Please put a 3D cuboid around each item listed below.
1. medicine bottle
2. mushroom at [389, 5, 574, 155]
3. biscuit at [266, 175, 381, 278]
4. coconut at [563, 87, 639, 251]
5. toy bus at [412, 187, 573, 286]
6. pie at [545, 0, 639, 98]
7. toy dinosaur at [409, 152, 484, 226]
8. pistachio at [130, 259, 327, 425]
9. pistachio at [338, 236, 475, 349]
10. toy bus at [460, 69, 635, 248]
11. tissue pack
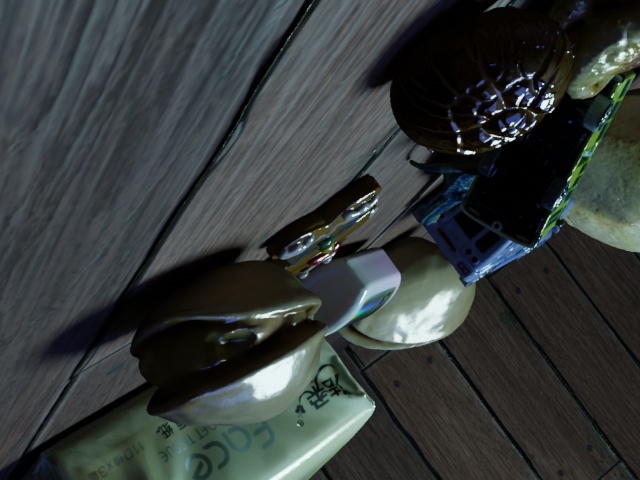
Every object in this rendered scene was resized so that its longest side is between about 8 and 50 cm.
[{"bbox_3d":[0.036,0.061,1.493,0.115,0.078,0.219,-40,171,18],"label":"medicine bottle"},{"bbox_3d":[0.107,-0.103,0.799,0.109,0.085,0.126,-30,165,-31],"label":"mushroom"},{"bbox_3d":[0.001,0.000,1.174,0.138,0.031,0.205,-34,174,-14],"label":"biscuit"},{"bbox_3d":[0.462,-0.105,1.787,0.259,0.259,0.259,-35,172,-6],"label":"coconut"},{"bbox_3d":[0.242,-0.041,1.608,0.133,0.125,0.292,-40,170,28],"label":"toy bus"},{"bbox_3d":[0.253,-0.188,0.922,0.205,0.084,0.179,-43,170,24],"label":"pie"},{"bbox_3d":[0.174,-0.073,1.305,0.147,0.076,0.363,-33,174,0],"label":"toy dinosaur"},{"bbox_3d":[-0.075,0.087,1.003,0.144,0.144,0.215,-40,166,26],"label":"pistachio"},{"bbox_3d":[0.121,0.074,1.716,0.223,0.152,0.126,-13,167,-21],"label":"pistachio"},{"bbox_3d":[0.205,-0.089,1.092,0.101,0.088,0.175,-28,145,-63],"label":"toy bus"},{"bbox_3d":[-0.178,0.293,1.507,0.405,0.205,0.332,-30,167,-41],"label":"tissue pack"}]
